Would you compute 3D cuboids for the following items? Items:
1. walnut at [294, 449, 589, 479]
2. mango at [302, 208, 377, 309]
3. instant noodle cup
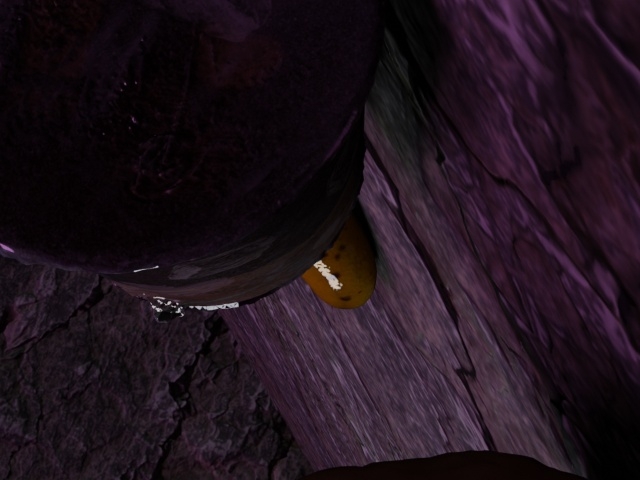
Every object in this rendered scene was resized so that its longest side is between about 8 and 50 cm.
[{"bbox_3d":[0.064,0.242,0.622,0.306,0.306,0.344,54,163,38],"label":"walnut"},{"bbox_3d":[0.000,0.000,0.953,0.079,0.057,0.114,37,160,52],"label":"mango"},{"bbox_3d":[-0.071,-0.069,0.674,0.217,0.217,0.207,59,178,14],"label":"instant noodle cup"}]
